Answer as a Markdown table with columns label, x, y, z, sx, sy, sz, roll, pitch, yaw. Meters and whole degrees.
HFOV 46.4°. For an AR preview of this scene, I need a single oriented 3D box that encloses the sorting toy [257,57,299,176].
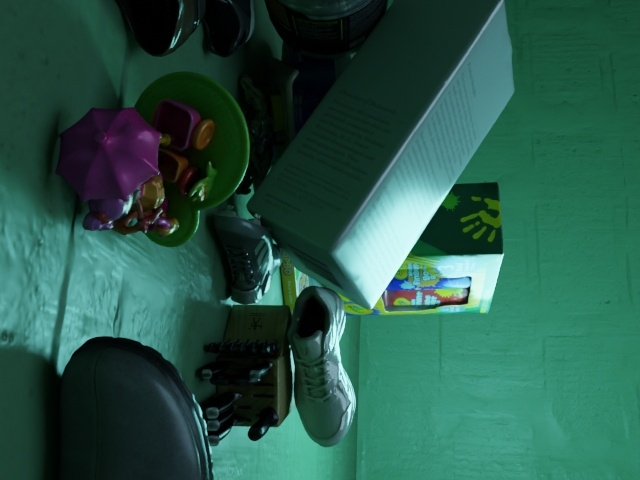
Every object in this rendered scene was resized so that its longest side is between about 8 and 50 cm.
| label | x | y | z | sx | sy | sz | roll | pitch | yaw |
| --- | --- | --- | --- | --- | --- | --- | --- | --- | --- |
| sorting toy | -0.070 | -0.178 | 1.200 | 0.193 | 0.038 | 0.208 | -126 | -146 | -66 |

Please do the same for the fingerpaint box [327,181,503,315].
| label | x | y | z | sx | sy | sz | roll | pitch | yaw |
| --- | --- | --- | --- | --- | --- | --- | --- | --- | --- |
| fingerpaint box | 0.197 | 0.041 | 1.658 | 0.445 | 0.371 | 0.163 | 70 | 20 | -68 |

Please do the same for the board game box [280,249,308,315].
| label | x | y | z | sx | sy | sz | roll | pitch | yaw |
| --- | --- | --- | --- | --- | --- | --- | --- | --- | --- |
| board game box | -0.051 | 0.067 | 1.494 | 0.124 | 0.039 | 0.259 | -72 | 162 | -62 |

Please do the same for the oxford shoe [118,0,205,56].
| label | x | y | z | sx | sy | sz | roll | pitch | yaw |
| --- | --- | --- | --- | --- | --- | --- | --- | --- | --- |
| oxford shoe | -0.154 | -0.268 | 0.667 | 0.096 | 0.083 | 0.227 | -75 | 162 | -44 |

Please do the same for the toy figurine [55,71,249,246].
| label | x | y | z | sx | sy | sz | roll | pitch | yaw |
| --- | --- | --- | --- | --- | --- | --- | --- | --- | --- |
| toy figurine | -0.160 | -0.057 | 0.638 | 0.159 | 0.130 | 0.173 | -30 | 145 | -65 |

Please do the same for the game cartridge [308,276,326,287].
| label | x | y | z | sx | sy | sz | roll | pitch | yaw |
| --- | --- | --- | --- | --- | --- | --- | --- | --- | --- |
| game cartridge | 0.000 | 0.000 | 1.762 | 0.198 | 0.062 | 0.297 | 72 | 19 | -51 |

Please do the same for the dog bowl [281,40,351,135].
| label | x | y | z | sx | sy | sz | roll | pitch | yaw |
| --- | --- | --- | --- | --- | --- | --- | --- | --- | --- |
| dog bowl | -0.011 | -0.229 | 1.313 | 0.265 | 0.104 | 0.264 | 179 | -90 | -84 |

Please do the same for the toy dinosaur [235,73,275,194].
| label | x | y | z | sx | sy | sz | roll | pitch | yaw |
| --- | --- | --- | --- | --- | --- | --- | --- | --- | --- |
| toy dinosaur | -0.098 | -0.116 | 1.108 | 0.118 | 0.064 | 0.268 | -55 | 148 | -86 |

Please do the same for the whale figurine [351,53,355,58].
| label | x | y | z | sx | sy | sz | roll | pitch | yaw |
| --- | --- | --- | --- | --- | --- | --- | --- | --- | --- |
| whale figurine | 0.037 | -0.398 | 1.853 | 0.272 | 0.141 | 0.216 | 58 | 22 | -23 |

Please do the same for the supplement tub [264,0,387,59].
| label | x | y | z | sx | sy | sz | roll | pitch | yaw |
| --- | --- | --- | --- | --- | --- | --- | --- | --- | --- |
| supplement tub | 0.006 | -0.383 | 1.046 | 0.316 | 0.194 | 0.193 | 14 | 76 | -88 |

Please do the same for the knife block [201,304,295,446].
| label | x | y | z | sx | sy | sz | roll | pitch | yaw |
| --- | --- | --- | --- | --- | --- | --- | --- | --- | --- |
| knife block | -0.092 | 0.221 | 1.044 | 0.275 | 0.088 | 0.242 | 81 | 13 | -45 |

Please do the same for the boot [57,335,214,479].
| label | x | y | z | sx | sy | sz | roll | pitch | yaw |
| --- | --- | --- | --- | --- | --- | --- | --- | --- | --- |
| boot | -0.164 | 0.253 | 0.519 | 0.223 | 0.118 | 0.338 | -32 | 117 | -74 |

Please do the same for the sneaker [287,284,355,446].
| label | x | y | z | sx | sy | sz | roll | pitch | yaw |
| --- | --- | --- | --- | --- | --- | --- | --- | --- | --- |
| sneaker | -0.011 | 0.172 | 1.050 | 0.115 | 0.090 | 0.232 | 44 | 36 | -69 |

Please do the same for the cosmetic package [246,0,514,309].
| label | x | y | z | sx | sy | sz | roll | pitch | yaw |
| --- | --- | --- | --- | --- | --- | --- | --- | --- | --- |
| cosmetic package | 0.109 | -0.149 | 1.136 | 0.453 | 0.161 | 0.230 | -55 | 151 | -13 |

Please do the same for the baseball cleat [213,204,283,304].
| label | x | y | z | sx | sy | sz | roll | pitch | yaw |
| --- | --- | --- | --- | --- | --- | --- | --- | --- | --- |
| baseball cleat | -0.101 | 0.031 | 1.042 | 0.206 | 0.072 | 0.109 | 48 | 56 | -66 |

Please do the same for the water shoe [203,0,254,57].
| label | x | y | z | sx | sy | sz | roll | pitch | yaw |
| --- | --- | --- | --- | --- | --- | --- | --- | --- | --- |
| water shoe | -0.119 | -0.326 | 0.919 | 0.080 | 0.073 | 0.203 | -74 | 161 | -49 |
